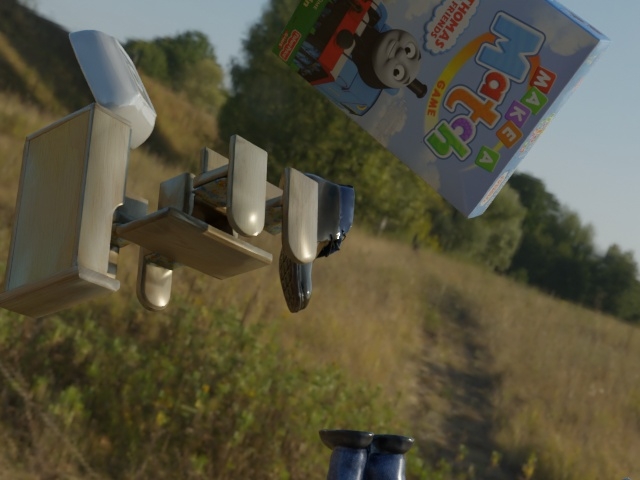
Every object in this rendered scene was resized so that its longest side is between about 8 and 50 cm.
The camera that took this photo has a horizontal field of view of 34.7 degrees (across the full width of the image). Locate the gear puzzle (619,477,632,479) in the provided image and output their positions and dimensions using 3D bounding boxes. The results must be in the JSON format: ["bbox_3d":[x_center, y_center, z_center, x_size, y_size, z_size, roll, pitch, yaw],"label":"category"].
[{"bbox_3d":[0.220,0.290,0.941,0.339,0.175,0.044,-9,32,-39],"label":"gear puzzle"}]

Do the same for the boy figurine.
[{"bbox_3d":[0.050,0.352,1.114,0.177,0.285,0.092,11,-15,-29],"label":"boy figurine"}]

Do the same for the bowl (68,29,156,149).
[{"bbox_3d":[-0.261,-0.201,1.322,0.142,0.053,0.142,63,-1,15],"label":"bowl"}]

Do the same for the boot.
[{"bbox_3d":[0.000,0.000,1.413,0.106,0.219,0.082,6,-29,-15],"label":"boot"}]

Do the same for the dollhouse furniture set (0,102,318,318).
[{"bbox_3d":[-0.152,0.008,0.939,0.212,0.161,0.242,-18,-31,36],"label":"dollhouse furniture set"}]

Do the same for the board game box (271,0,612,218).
[{"bbox_3d":[0.082,-0.145,0.765,0.211,0.160,0.039,42,25,17],"label":"board game box"}]
